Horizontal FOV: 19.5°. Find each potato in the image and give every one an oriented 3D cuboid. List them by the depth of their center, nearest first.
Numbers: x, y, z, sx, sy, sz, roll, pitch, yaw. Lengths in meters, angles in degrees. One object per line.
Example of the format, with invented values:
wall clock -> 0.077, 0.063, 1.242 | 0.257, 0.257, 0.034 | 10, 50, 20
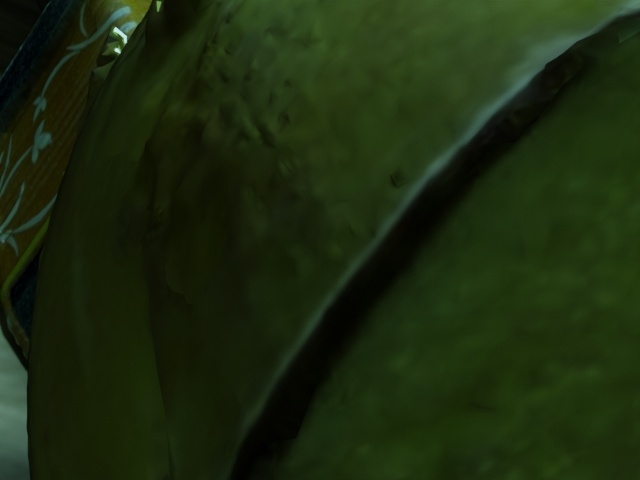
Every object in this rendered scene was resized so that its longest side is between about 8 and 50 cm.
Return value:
potato -> 0.122, 0.019, 0.601 | 0.442, 0.385, 0.319 | 2, 31, -21

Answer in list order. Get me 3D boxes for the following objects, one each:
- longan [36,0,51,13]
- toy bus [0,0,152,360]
longan -> -0.046, -0.181, 0.973 | 0.300, 0.243, 0.300 | 22, 3, -1
toy bus -> 0.000, 0.000, 0.813 | 0.275, 0.138, 0.167 | 20, 28, -34
